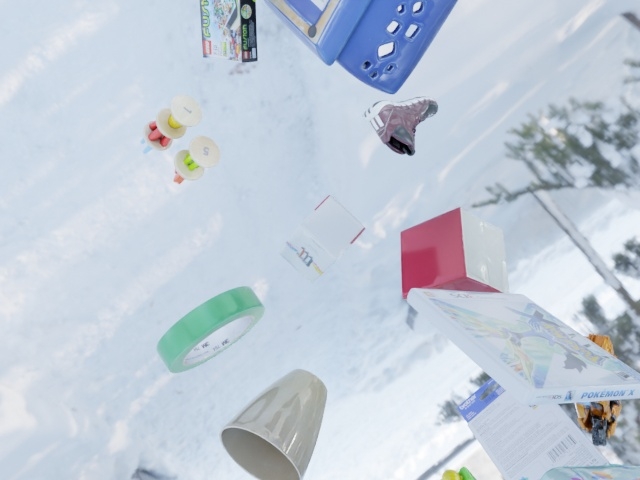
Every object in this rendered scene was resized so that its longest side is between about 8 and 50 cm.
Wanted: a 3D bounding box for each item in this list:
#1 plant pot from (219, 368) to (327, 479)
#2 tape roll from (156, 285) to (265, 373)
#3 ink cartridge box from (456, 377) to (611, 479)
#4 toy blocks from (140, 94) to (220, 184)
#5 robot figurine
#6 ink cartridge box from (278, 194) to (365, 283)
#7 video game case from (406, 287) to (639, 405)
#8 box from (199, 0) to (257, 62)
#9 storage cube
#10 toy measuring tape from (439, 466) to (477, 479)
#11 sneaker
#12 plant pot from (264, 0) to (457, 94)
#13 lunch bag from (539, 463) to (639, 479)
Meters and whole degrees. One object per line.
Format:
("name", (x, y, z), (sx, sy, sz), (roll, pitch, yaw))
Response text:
("plant pot", (-0.098, 0.502, 1.798), (0.274, 0.257, 0.256), (-51, 171, -41))
("tape roll", (-0.310, 0.257, 1.848), (0.321, 0.077, 0.321), (-33, 164, -11))
("ink cartridge box", (0.443, 0.418, 1.366), (0.186, 0.311, 0.065), (-44, 129, 7))
("toy blocks", (-0.232, -0.145, 1.025), (0.054, 0.123, 0.148), (-24, 180, -42))
("robot figurine", (0.676, 0.368, 1.573), (0.211, 0.085, 0.291), (-56, 136, -31))
("ink cartridge box", (0.000, 0.000, 1.616), (0.128, 0.127, 0.176), (-48, -179, -32))
("video game case", (0.361, 0.177, 1.147), (0.300, 0.329, 0.036), (5, 111, -30))
("box", (-0.154, -0.404, 1.064), (0.036, 0.114, 0.206), (-20, 118, -41))
("storage cube", (0.332, 0.058, 1.603), (0.184, 0.214, 0.193), (23, 146, -37))
("toy measuring tape", (0.374, 0.660, 1.531), (0.121, 0.330, 0.121), (-33, -159, 15))
("sneaker", (0.255, -0.318, 1.853), (0.281, 0.162, 0.106), (-15, 163, -36))
("plant pot", (0.056, -0.408, 1.049), (0.212, 0.236, 0.236), (-2, 135, -48))
("lunch bag", (0.483, 0.483, 1.032), (0.279, 0.223, 0.108), (4, -175, -10))
